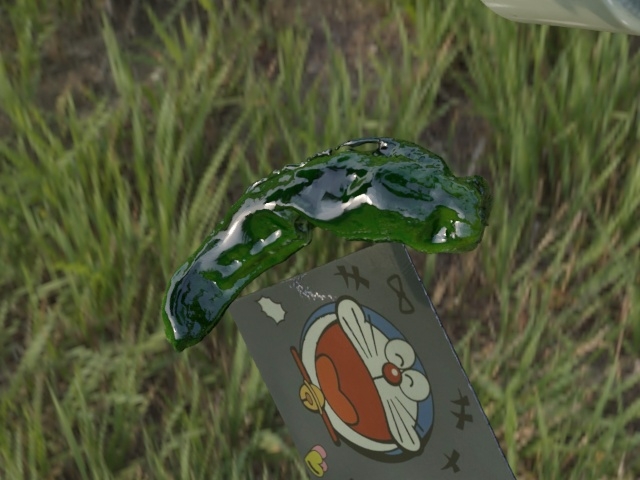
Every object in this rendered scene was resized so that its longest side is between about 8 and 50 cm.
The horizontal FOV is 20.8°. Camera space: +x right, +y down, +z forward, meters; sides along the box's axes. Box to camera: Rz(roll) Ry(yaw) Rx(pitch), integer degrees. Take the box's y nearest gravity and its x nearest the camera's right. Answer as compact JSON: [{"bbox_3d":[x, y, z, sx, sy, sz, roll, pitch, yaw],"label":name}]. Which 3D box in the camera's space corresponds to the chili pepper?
[{"bbox_3d":[-0.004,-0.005,0.875,0.182,0.050,0.073,-21,84,19],"label":"chili pepper"}]

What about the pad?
[{"bbox_3d":[0.046,0.127,1.022,0.006,0.170,0.245,-28,94,-42],"label":"pad"}]

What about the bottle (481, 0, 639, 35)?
[{"bbox_3d":[0.159,-0.184,1.089,0.104,0.104,0.245,-28,17,-13],"label":"bottle"}]
